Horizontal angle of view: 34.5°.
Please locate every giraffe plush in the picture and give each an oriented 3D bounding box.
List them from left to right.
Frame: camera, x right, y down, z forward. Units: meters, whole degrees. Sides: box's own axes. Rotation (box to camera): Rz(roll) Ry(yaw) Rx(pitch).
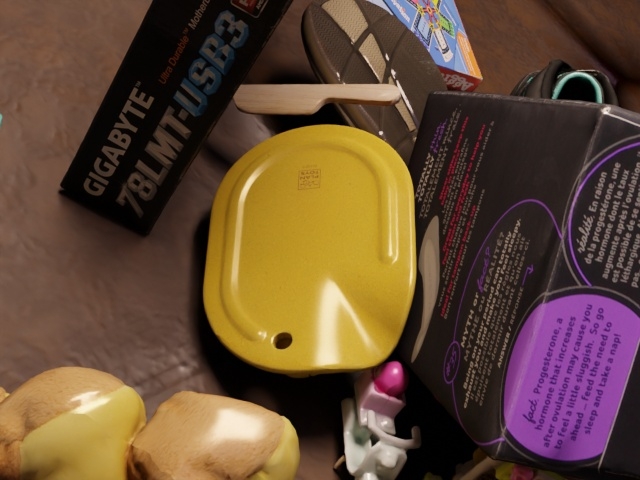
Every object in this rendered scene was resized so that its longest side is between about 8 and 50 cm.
[{"bbox_3d":[-0.084,0.173,0.404,0.210,0.181,0.170,54,39,-39],"label":"giraffe plush"}]

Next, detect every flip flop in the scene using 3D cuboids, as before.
[{"bbox_3d":[0.060,-0.057,0.766,0.112,0.080,0.277,-30,90,-45],"label":"flip flop"}]

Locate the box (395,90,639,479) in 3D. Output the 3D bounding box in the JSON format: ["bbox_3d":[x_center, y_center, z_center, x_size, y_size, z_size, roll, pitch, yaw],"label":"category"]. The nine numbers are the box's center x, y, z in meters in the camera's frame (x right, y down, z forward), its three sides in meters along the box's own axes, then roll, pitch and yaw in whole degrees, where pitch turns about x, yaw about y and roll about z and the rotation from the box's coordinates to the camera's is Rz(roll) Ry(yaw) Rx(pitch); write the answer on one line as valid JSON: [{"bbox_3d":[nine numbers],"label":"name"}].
[{"bbox_3d":[0.137,0.015,0.571,0.143,0.165,0.270,15,7,-12],"label":"box"}]

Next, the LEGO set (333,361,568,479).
[{"bbox_3d":[0.154,0.149,0.613,0.287,0.107,0.132,15,46,-25],"label":"LEGO set"}]

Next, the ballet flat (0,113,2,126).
[{"bbox_3d":[-0.205,-0.002,0.519,0.074,0.074,0.203,15,48,-25],"label":"ballet flat"}]

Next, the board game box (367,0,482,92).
[{"bbox_3d":[0.056,-0.259,0.980,0.145,0.027,0.281,11,47,-27],"label":"board game box"}]

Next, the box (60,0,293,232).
[{"bbox_3d":[-0.035,-0.195,0.648,0.073,0.293,0.295,29,42,-11],"label":"box"}]

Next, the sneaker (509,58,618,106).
[{"bbox_3d":[0.206,-0.098,0.845,0.101,0.106,0.267,12,28,0],"label":"sneaker"}]

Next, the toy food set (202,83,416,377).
[{"bbox_3d":[0.000,0.000,0.651,0.128,0.071,0.218,-4,55,11],"label":"toy food set"}]
